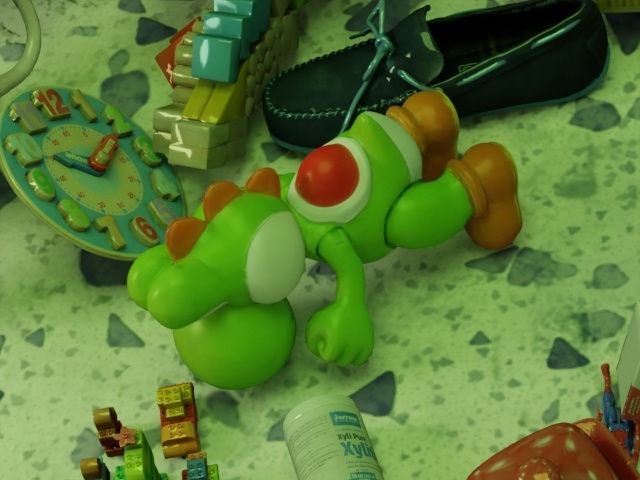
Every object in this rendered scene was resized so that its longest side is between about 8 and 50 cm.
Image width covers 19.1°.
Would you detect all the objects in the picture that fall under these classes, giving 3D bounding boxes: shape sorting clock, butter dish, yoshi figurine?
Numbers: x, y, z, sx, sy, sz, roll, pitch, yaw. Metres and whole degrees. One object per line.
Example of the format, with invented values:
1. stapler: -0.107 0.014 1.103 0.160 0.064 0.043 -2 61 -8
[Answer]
1. shape sorting clock: -0.214 -0.067 1.797 0.206 0.040 0.206 25 36 -20
2. butter dish: 0.183 0.212 1.518 0.160 0.118 0.160 -29 52 -2
3. yoshi figurine: -0.004 0.016 1.715 0.362 0.203 0.203 -24 92 -24

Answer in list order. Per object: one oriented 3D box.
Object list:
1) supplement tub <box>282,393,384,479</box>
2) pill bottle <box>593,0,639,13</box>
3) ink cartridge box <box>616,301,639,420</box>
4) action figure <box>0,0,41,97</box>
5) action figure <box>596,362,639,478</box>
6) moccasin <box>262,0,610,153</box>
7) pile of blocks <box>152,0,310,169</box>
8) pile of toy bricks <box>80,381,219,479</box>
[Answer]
1. supplement tub: 0.014 0.192 1.606 0.071 0.071 0.107 -19 53 -2
2. pill bottle: 0.334 -0.317 1.850 0.334 0.188 0.188 -1 53 11
3. ink cartridge box: 0.322 0.103 1.574 0.135 0.099 0.056 3 50 -3
4. action figure: -0.376 -0.059 1.764 0.275 0.248 0.370 -21 37 10
5. action figure: 0.252 0.156 1.611 0.038 0.030 0.115 1 55 6
6. moccasin: 0.105 -0.183 1.842 0.342 0.117 0.138 -16 52 0
7. pile of blocks: -0.095 -0.224 1.887 0.112 0.149 0.362 10 53 22
8. pile of toy bricks: -0.149 0.200 1.612 0.118 0.105 0.212 -12 52 3
